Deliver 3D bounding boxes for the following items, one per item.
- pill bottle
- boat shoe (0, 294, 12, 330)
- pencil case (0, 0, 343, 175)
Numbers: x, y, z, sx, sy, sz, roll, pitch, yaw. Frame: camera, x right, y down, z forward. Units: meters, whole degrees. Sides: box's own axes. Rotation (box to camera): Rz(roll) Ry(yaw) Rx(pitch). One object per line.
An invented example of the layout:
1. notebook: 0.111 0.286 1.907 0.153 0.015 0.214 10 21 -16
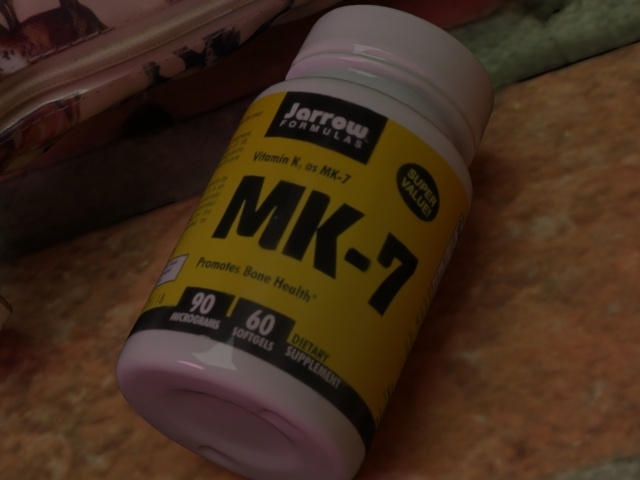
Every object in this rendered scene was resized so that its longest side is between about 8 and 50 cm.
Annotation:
1. pill bottle: 0.000 0.000 0.765 0.119 0.119 0.208 8 60 31
2. boat shoe: -0.282 0.047 0.887 0.277 0.098 0.096 2 56 38
3. pencil case: -0.082 -0.152 0.854 0.410 0.160 0.183 -27 36 -8
